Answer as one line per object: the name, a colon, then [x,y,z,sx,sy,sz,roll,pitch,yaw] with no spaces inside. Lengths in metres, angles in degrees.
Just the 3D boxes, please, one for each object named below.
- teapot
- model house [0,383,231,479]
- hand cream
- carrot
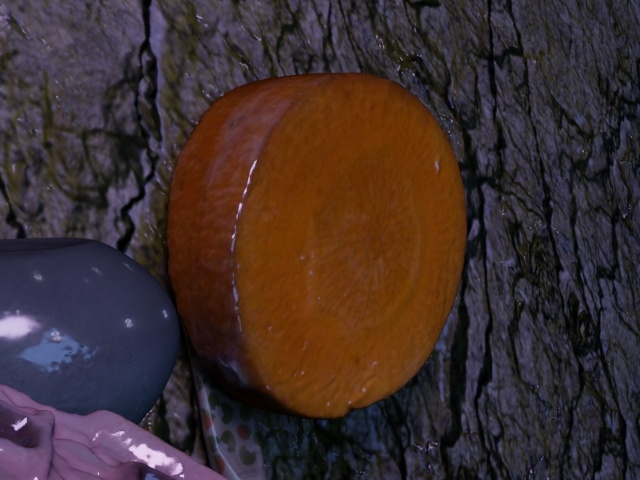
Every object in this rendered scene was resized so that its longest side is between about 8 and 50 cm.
teapot: [-0.161,0.126,0.555,0.183,0.183,0.251,-9,97,-50]
model house: [-0.121,0.155,0.369,0.237,0.237,0.202,28,90,-17]
hand cream: [-0.068,0.120,0.763,0.057,0.037,0.165,0,74,-49]
carrot: [0.000,0.000,0.821,0.258,0.100,0.307,56,47,-22]
